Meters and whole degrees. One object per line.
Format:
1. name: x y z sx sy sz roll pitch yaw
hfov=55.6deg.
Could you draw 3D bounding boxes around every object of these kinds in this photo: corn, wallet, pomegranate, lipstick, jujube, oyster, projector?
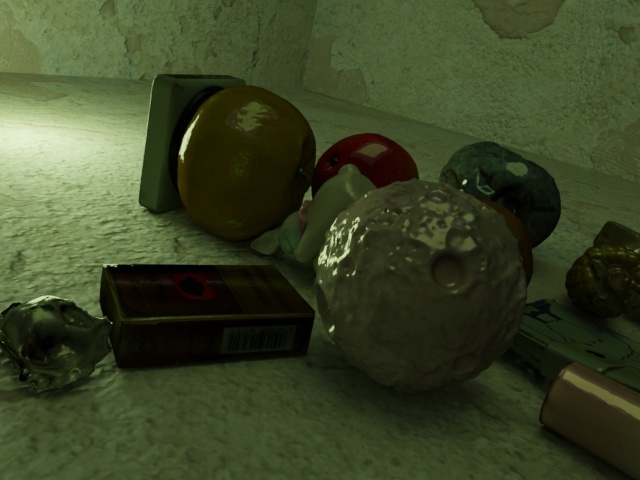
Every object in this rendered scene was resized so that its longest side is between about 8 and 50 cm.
1. corn: 0.469 0.072 1.011 0.119 0.119 0.322 19 -3 20
2. wallet: 0.397 0.170 0.837 0.223 0.077 0.309 -1 21 -40
3. pomegranate: 0.102 -0.096 1.231 0.256 0.221 0.221 32 10 -26
4. lipstick: 0.396 0.239 0.623 0.326 0.087 0.087 27 25 38
5. jujube: 0.380 -0.092 1.339 0.246 0.215 0.308 32 11 -4
6. oyster: -0.298 0.102 0.667 0.165 0.053 0.108 32 55 28
7. projector: -0.246 -0.199 1.224 0.079 0.259 0.257 20 21 19

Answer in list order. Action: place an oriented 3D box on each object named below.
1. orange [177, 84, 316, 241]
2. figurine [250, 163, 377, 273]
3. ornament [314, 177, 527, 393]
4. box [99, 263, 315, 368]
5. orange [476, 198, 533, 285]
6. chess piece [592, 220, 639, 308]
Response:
1. orange: -0.130 -0.137 1.092 0.235 0.279 0.279 12 19 2
2. figurine: 0.000 0.000 1.004 0.155 0.235 0.127 59 30 9
3. ornament: 0.109 0.054 0.738 0.225 0.260 0.259 -16 27 -14
4. box: -0.147 0.087 0.773 0.240 0.071 0.159 2 24 -28
5. orange: 0.233 0.028 0.968 0.205 0.206 0.206 10 19 -4
6. chess piece: 0.619 0.072 1.110 0.137 0.137 0.301 1 28 -27
